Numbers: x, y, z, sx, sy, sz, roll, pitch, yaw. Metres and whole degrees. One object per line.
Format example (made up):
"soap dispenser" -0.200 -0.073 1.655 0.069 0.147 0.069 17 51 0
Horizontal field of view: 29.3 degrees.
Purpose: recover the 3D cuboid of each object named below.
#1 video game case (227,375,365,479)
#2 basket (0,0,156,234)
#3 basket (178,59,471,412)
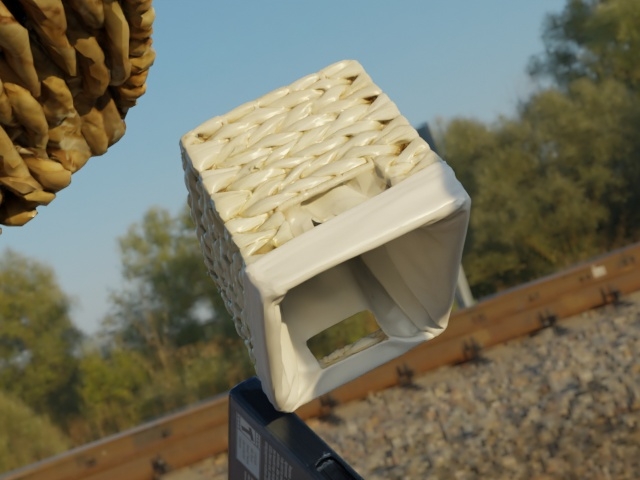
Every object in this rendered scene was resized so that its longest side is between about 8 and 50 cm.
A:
"video game case" 0.038 0.228 0.719 0.026 0.274 0.196 -31 -36 -30
"basket" -0.196 -0.112 0.353 0.213 0.223 0.299 -40 -13 -4
"basket" 0.000 0.000 0.634 0.113 0.103 0.167 -26 -24 -12
